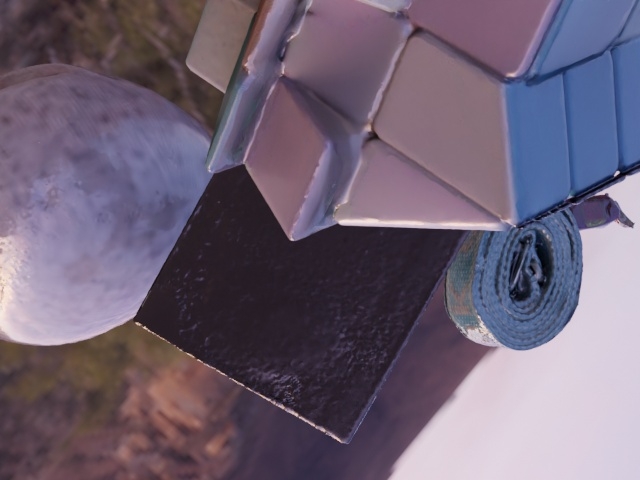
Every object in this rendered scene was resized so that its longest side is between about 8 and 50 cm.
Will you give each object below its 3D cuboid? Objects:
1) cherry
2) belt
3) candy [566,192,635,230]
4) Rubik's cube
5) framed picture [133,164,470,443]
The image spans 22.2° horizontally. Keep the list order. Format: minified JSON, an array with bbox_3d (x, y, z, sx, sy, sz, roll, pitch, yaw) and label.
[{"bbox_3d":[-0.265,-0.049,1.742,0.335,0.291,0.326,-18,147,-4],"label":"cherry"},{"bbox_3d":[0.200,0.030,1.691,0.163,0.147,0.082,-51,-158,-15],"label":"belt"},{"bbox_3d":[0.284,-0.028,1.786,0.175,0.045,0.043,-7,168,-38],"label":"candy"},{"bbox_3d":[0.085,-0.168,1.290,0.387,0.368,0.358,-22,141,-54],"label":"Rubik's cube"},{"bbox_3d":[0.000,0.000,1.571,0.324,0.244,0.013,-60,179,5],"label":"framed picture"}]
